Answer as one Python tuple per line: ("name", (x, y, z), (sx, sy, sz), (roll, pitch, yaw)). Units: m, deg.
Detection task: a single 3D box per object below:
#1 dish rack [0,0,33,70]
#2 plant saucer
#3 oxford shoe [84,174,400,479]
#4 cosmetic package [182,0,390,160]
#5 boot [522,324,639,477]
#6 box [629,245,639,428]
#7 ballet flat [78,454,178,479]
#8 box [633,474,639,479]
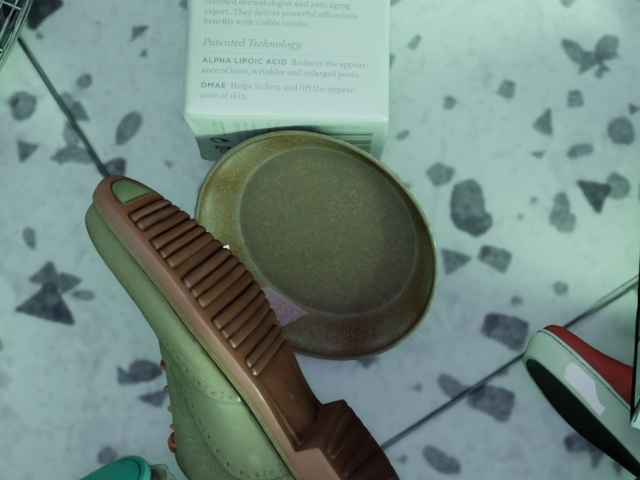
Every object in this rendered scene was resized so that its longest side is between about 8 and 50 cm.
("dish rack", (-0.368, -0.214, 1.129), (0.272, 0.074, 0.208), (22, 82, 2))
("plant saucer", (0.000, 0.000, 1.066), (0.199, 0.036, 0.198), (11, 122, 18))
("oxford shoe", (-0.083, 0.112, 1.039), (0.130, 0.123, 0.348), (-37, 87, 21))
("cosmetic package", (-0.022, -0.164, 1.080), (0.151, 0.151, 0.183), (1, 80, 0))
("boot", (0.291, 0.105, 1.073), (0.244, 0.088, 0.176), (38, 82, -3))
("box", (0.356, 0.031, 1.007), (0.242, 0.076, 0.307), (15, 44, 3))
("ballet flat", (-0.265, 0.305, 1.018), (0.409, 0.147, 0.147), (-26, 82, -3))
("box", (0.262, 0.377, 0.932), (0.318, 0.097, 0.395), (-30, 92, -26))
